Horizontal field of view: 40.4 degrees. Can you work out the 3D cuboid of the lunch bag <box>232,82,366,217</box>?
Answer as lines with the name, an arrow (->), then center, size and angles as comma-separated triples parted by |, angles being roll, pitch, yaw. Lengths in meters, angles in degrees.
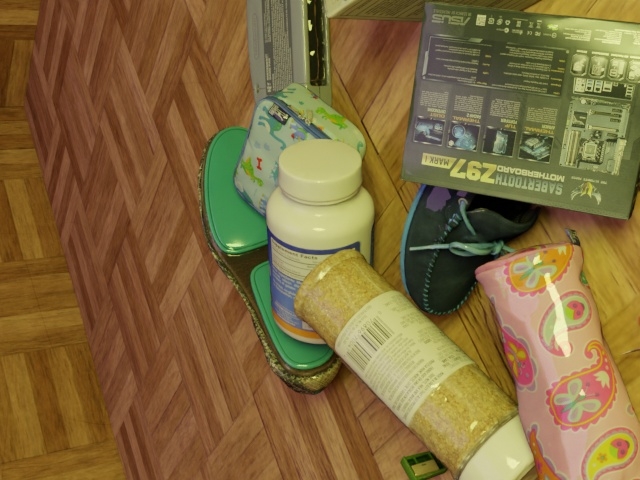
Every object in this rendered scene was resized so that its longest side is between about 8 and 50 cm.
lunch bag -> -0.035, -0.116, 1.333 | 0.176, 0.090, 0.219 | 41, 137, 11

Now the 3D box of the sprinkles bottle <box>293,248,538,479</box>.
sprinkles bottle -> 0.119, 0.161, 1.059 | 0.355, 0.121, 0.121 | 44, 134, 28

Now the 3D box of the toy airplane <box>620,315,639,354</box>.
toy airplane -> 0.348, 0.090, 0.822 | 0.151, 0.028, 0.151 | 16, 109, 59

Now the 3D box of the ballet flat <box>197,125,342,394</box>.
ballet flat -> -0.094, 0.044, 1.472 | 0.182, 0.164, 0.482 | 99, 151, -64

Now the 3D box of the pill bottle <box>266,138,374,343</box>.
pill bottle -> 0.000, 0.000, 1.228 | 0.152, 0.152, 0.272 | 47, 147, 46

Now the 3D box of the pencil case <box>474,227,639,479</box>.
pencil case -> 0.255, 0.139, 0.901 | 0.124, 0.124, 0.284 | -35, 66, 57

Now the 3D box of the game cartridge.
game cartridge -> -0.055, -0.337, 1.404 | 0.198, 0.062, 0.297 | 14, 108, 63

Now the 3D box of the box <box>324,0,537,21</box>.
box -> 0.129, -0.313, 0.910 | 0.149, 0.232, 0.126 | -17, 81, 60

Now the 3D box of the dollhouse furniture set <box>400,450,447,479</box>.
dollhouse furniture set -> 0.160, 0.258, 1.149 | 0.076, 0.059, 0.151 | 59, 143, 34

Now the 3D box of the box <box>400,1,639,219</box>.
box -> 0.206, -0.131, 0.860 | 0.233, 0.059, 0.183 | 11, 103, 22

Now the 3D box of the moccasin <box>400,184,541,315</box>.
moccasin -> 0.182, -0.044, 0.975 | 0.117, 0.138, 0.341 | 46, 135, 40
